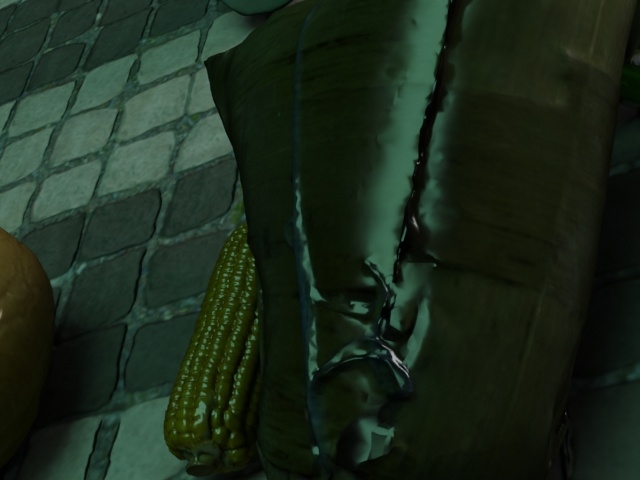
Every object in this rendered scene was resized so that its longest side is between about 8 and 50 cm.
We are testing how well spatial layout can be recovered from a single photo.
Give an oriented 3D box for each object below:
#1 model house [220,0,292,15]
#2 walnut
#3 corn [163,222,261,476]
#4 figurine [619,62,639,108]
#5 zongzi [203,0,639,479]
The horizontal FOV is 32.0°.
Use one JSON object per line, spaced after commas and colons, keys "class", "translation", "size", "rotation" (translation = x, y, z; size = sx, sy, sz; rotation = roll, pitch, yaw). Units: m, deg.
{"class": "model house", "translation": [-0.041, -0.308, 1.127], "size": [0.148, 0.119, 0.149], "rotation": [-46, 7, 24]}
{"class": "walnut", "translation": [-0.287, 0.086, 0.816], "size": [0.193, 0.193, 0.226], "rotation": [-23, 29, 15]}
{"class": "corn", "translation": [-0.054, 0.069, 0.747], "size": [0.068, 0.068, 0.207], "rotation": [-13, 40, 26]}
{"class": "figurine", "translation": [0.176, -0.162, 0.766], "size": [0.192, 0.126, 0.147], "rotation": [-42, 42, 16]}
{"class": "zongzi", "translation": [0.000, 0.000, 0.698], "size": [0.392, 0.174, 0.356], "rotation": [-7, 64, 50]}
